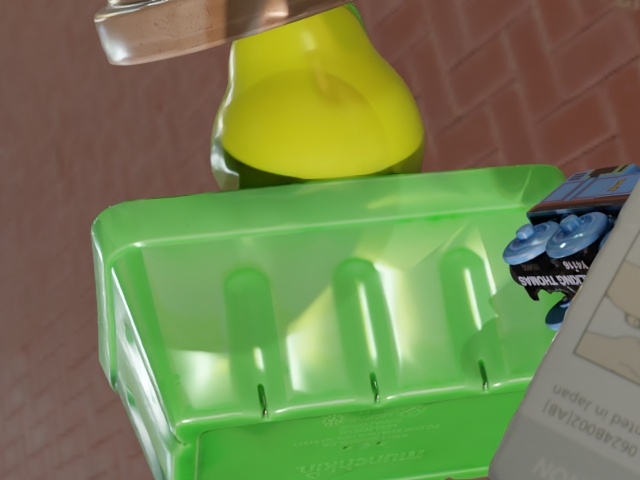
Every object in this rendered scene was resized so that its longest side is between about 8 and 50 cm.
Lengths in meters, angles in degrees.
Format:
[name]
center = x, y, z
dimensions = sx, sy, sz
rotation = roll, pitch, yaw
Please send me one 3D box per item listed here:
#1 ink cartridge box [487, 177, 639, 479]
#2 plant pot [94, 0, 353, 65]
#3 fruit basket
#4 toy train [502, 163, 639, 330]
[ink cartridge box]
center = 0.297, 0.010, 0.564
dimensions = 0.308, 0.091, 0.385
rotation = 26, 83, 31
[plant pot]
center = -0.031, -0.192, 0.773
dimensions = 0.237, 0.237, 0.109
rotation = 6, 120, 58
[fruit basket]
center = 0.000, 0.000, 1.056
dimensions = 0.283, 0.392, 0.392
rotation = 100, 150, -54
[toy train]
center = 0.192, 0.000, 0.813
dimensions = 0.080, 0.105, 0.184
rotation = 55, 157, -13
